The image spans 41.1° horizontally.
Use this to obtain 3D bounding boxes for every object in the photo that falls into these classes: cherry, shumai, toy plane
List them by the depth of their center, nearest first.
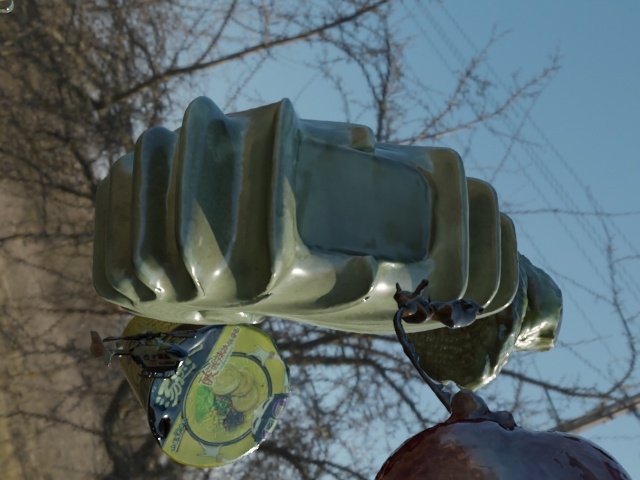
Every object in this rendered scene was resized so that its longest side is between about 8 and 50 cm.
[{"bbox_3d":[0.073,0.089,0.349,0.225,0.107,0.090,-81,158,-51],"label":"cherry"},{"bbox_3d":[-0.184,0.116,0.891,0.031,0.121,0.049,-55,141,-73],"label":"toy plane"},{"bbox_3d":[0.327,0.129,1.664,0.304,0.263,0.309,37,-68,51],"label":"shumai"}]

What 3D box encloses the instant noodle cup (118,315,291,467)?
[{"bbox_3d":[-0.189,0.189,1.254,0.236,0.215,0.215,23,-51,57],"label":"instant noodle cup"}]

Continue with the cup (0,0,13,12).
[{"bbox_3d":[-0.464,-0.354,1.206,0.054,0.083,0.075,-141,-144,-78],"label":"cup"}]

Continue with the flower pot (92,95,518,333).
[{"bbox_3d":[0.000,0.000,0.751,0.254,0.367,0.164,-26,-121,56],"label":"flower pot"}]
